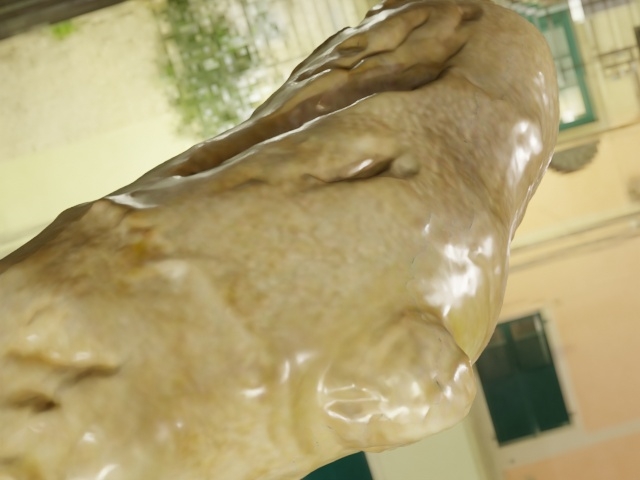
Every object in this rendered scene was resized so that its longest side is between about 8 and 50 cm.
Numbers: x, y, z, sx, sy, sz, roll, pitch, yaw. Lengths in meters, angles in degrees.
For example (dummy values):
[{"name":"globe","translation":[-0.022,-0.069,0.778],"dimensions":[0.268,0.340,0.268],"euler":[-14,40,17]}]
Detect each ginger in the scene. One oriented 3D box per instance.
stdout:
[{"name":"ginger","translation":[0.000,0.000,0.546],"dimensions":[0.190,0.126,0.354],"euler":[6,-145,32]}]
